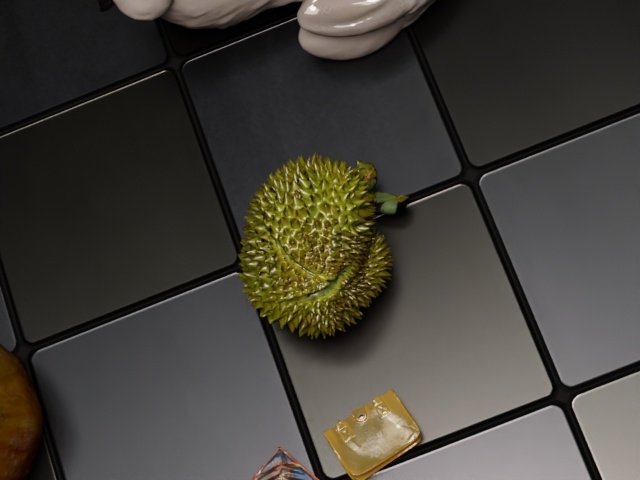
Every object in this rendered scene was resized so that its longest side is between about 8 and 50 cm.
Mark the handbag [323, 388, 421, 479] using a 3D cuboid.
[{"bbox_3d":[0.052,0.191,1.629,0.083,0.027,0.061,-34,67,-5],"label":"handbag"}]

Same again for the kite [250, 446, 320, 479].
[{"bbox_3d":[-0.032,0.281,1.624,0.190,0.010,0.159,-7,72,10],"label":"kite"}]

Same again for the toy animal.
[{"bbox_3d":[-0.031,-0.299,1.739,0.357,0.194,0.257,11,64,6],"label":"toy animal"}]

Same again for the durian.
[{"bbox_3d":[-0.010,-0.003,1.638,0.146,0.159,0.198,0,67,23],"label":"durian"}]

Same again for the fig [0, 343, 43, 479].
[{"bbox_3d":[-0.404,0.167,1.601,0.191,0.290,0.190,-11,71,34],"label":"fig"}]
